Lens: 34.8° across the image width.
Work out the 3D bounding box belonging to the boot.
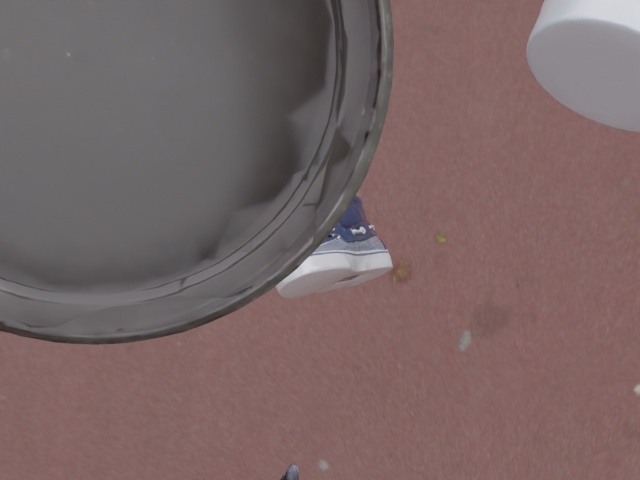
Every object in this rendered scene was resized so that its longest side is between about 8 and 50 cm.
[{"bbox_3d":[0.000,0.000,0.943,0.069,0.190,0.086,-28,79,21],"label":"boot"}]

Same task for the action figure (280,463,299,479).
[{"bbox_3d":[-0.090,0.179,0.416,0.276,0.141,0.164,4,101,-6],"label":"action figure"}]

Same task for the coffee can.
[{"bbox_3d":[-0.085,-0.103,0.452,0.202,0.201,0.275,-17,20,2],"label":"coffee can"}]

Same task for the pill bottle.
[{"bbox_3d":[0.274,-0.246,0.761,0.176,0.176,0.318,22,72,19],"label":"pill bottle"}]
